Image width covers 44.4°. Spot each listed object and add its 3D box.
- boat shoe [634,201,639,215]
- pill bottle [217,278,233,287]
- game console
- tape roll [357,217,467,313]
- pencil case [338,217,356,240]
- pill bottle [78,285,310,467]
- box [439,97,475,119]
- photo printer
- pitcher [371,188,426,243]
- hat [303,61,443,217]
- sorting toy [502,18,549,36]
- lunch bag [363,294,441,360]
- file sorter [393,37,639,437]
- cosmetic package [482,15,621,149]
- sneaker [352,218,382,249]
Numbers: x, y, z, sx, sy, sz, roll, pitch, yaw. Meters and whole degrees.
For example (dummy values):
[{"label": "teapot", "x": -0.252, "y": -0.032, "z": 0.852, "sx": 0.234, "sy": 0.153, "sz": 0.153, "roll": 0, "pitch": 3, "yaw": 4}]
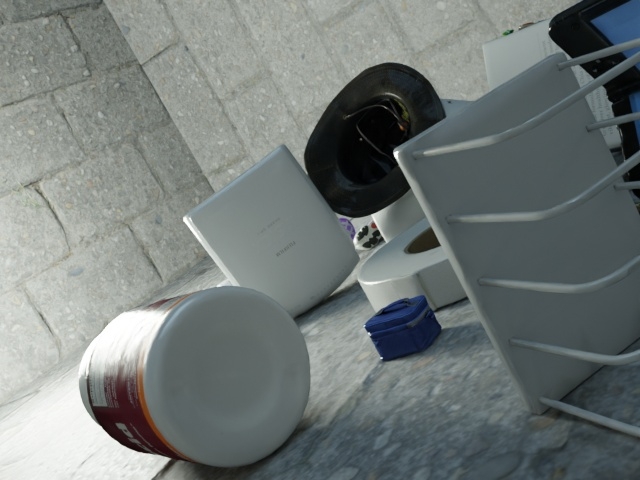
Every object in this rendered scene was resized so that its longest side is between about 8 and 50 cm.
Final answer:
[{"label": "boat shoe", "x": 0.325, "y": 0.013, "z": 0.867, "sx": 0.095, "sy": 0.095, "sz": 0.257, "roll": -13, "pitch": 17, "yaw": 43}, {"label": "pill bottle", "x": -0.156, "y": 0.098, "z": 1.950, "sx": 0.186, "sy": 0.112, "sz": 0.112, "roll": -33, "pitch": 9, "yaw": -21}, {"label": "game console", "x": 0.468, "y": -0.210, "z": 0.996, "sx": 0.293, "sy": 0.250, "sz": 0.173, "roll": -21, "pitch": 47, "yaw": 50}, {"label": "tape roll", "x": 0.244, "y": -0.001, "z": 1.306, "sx": 0.392, "sy": 0.072, "sz": 0.392, "roll": -29, "pitch": 9, "yaw": 5}, {"label": "pencil case", "x": 0.000, "y": 0.000, "z": 2.089, "sx": 0.088, "sy": 0.086, "sz": 0.206, "roll": -19, "pitch": -2, "yaw": -45}, {"label": "pill bottle", "x": -0.202, "y": 0.194, "z": 1.116, "sx": 0.224, "sy": 0.224, "sz": 0.392, "roll": -34, "pitch": 9, "yaw": -31}, {"label": "box", "x": 0.323, "y": -0.188, "z": 1.558, "sx": 0.180, "sy": 0.119, "sz": 0.182, "roll": 4, "pitch": 34, "yaw": -4}, {"label": "photo printer", "x": -0.087, "y": 0.001, "z": 1.592, "sx": 0.256, "sy": 0.307, "sz": 0.107, "roll": -36, "pitch": 10, "yaw": -4}, {"label": "pitcher", "x": 0.220, "y": -0.066, "z": 1.686, "sx": 0.207, "sy": 0.125, "sz": 0.178, "roll": -29, "pitch": -24, "yaw": 3}, {"label": "hat", "x": 0.131, "y": -0.194, "z": 1.642, "sx": 0.331, "sy": 0.331, "sz": 0.134, "roll": -26, "pitch": -25, "yaw": 26}, {"label": "sorting toy", "x": 0.351, "y": -0.360, "z": 1.332, "sx": 0.083, "sy": 0.012, "sz": 0.062, "roll": -9, "pitch": 0, "yaw": 11}, {"label": "lunch bag", "x": 0.112, "y": 0.115, "z": 1.071, "sx": 0.098, "sy": 0.065, "sz": 0.067, "roll": -24, "pitch": 10, "yaw": 37}, {"label": "file sorter", "x": 0.234, "y": -0.008, "z": 0.657, "sx": 0.192, "sy": 0.278, "sz": 0.173, "roll": -32, "pitch": 10, "yaw": -17}, {"label": "cosmetic package", "x": 0.490, "y": -0.260, "z": 1.229, "sx": 0.161, "sy": 0.230, "sz": 0.453, "roll": -9, "pitch": 1, "yaw": -38}, {"label": "sneaker", "x": 0.137, "y": -0.034, "z": 1.909, "sx": 0.170, "sy": 0.068, "sz": 0.071, "roll": -33, "pitch": 3, "yaw": -22}]
